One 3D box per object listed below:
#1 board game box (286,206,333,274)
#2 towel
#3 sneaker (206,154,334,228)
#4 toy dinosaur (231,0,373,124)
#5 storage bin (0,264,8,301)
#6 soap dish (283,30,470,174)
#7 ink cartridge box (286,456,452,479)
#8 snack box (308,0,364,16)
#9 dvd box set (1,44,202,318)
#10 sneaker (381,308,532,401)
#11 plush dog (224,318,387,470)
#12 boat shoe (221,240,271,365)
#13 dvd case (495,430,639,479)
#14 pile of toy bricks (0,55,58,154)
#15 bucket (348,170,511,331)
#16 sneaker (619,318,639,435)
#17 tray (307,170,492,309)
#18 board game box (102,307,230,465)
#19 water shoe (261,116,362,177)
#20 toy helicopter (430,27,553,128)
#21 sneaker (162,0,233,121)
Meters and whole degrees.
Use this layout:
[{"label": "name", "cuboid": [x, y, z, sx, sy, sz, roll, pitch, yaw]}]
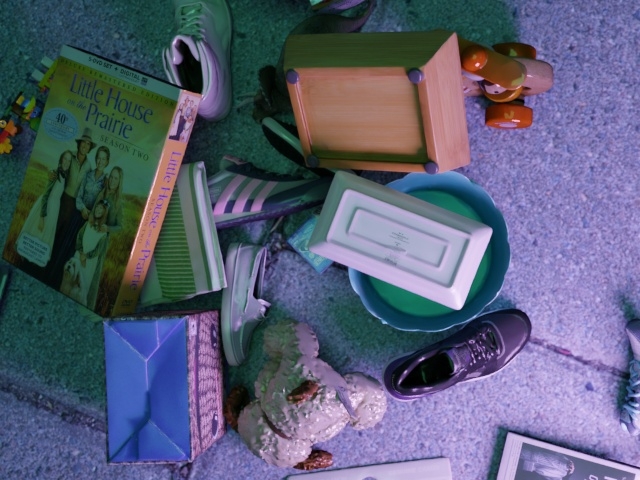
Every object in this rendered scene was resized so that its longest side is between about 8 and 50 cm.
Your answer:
[{"label": "board game box", "cuboid": [0.000, 0.000, 1.645, 0.090, 0.020, 0.090, 44, 93, 6]}, {"label": "towel", "cuboid": [-0.326, 0.004, 1.625, 0.325, 0.038, 0.247, -13, 85, 28]}, {"label": "sneaker", "cuboid": [-0.121, -0.100, 1.612, 0.319, 0.112, 0.131, -10, 87, 8]}, {"label": "toy dinosaur", "cuboid": [-0.011, -0.325, 1.610, 0.160, 0.121, 0.313, 34, 96, -7]}, {"label": "storage bin", "cuboid": [-0.657, 0.097, 1.690, 0.091, 0.098, 0.135, 17, 90, 35]}, {"label": "soap dish", "cuboid": [0.086, -0.218, 1.453, 0.291, 0.118, 0.228, 5, 126, 26]}, {"label": "ink cartridge box", "cuboid": [0.109, 0.601, 1.597, 0.308, 0.091, 0.384, -9, 70, 7]}, {"label": "snack box", "cuboid": [0.047, -0.451, 1.616, 0.141, 0.100, 0.037, -24, 85, 6]}, {"label": "dvd box set", "cuboid": [-0.397, -0.106, 1.592, 0.308, 0.062, 0.420, 25, 101, 29]}, {"label": "sneaker", "cuboid": [0.248, 0.203, 1.541, 0.283, 0.124, 0.107, -26, 84, -7]}, {"label": "plush dog", "cuboid": [-0.048, 0.304, 1.570, 0.262, 0.210, 0.225, 37, 116, 6]}, {"label": "boat shoe", "cuboid": [-0.131, 0.114, 1.626, 0.081, 0.079, 0.227, 1, 85, 11]}, {"label": "dvd case", "cuboid": [0.423, 0.449, 1.555, 0.239, 0.029, 0.179, 13, 89, 18]}, {"label": "pile of toy bricks", "cuboid": [-0.533, -0.229, 1.687, 0.105, 0.118, 0.212, 35, 75, -21]}, {"label": "bucket", "cuboid": [0.185, 0.022, 1.541, 0.281, 0.183, 0.281, 0, 88, 7]}, {"label": "sneaker", "cuboid": [0.564, 0.274, 1.526, 0.122, 0.110, 0.282, -20, 86, 9]}, {"label": "tray", "cuboid": [0.125, -0.003, 1.442, 0.270, 0.030, 0.145, 21, 92, 7]}, {"label": "board game box", "cuboid": [-0.254, 0.237, 1.529, 0.141, 0.291, 0.232, -3, 88, 6]}, {"label": "water shoe", "cuboid": [-0.011, -0.175, 1.638, 0.203, 0.073, 0.080, 34, 71, 2]}, {"label": "toy helicopter", "cuboid": [0.214, -0.282, 1.514, 0.355, 0.235, 0.140, 4, 89, 3]}, {"label": "sneaker", "cuboid": [-0.222, -0.371, 1.612, 0.108, 0.169, 0.292, -11, 85, 8]}]
